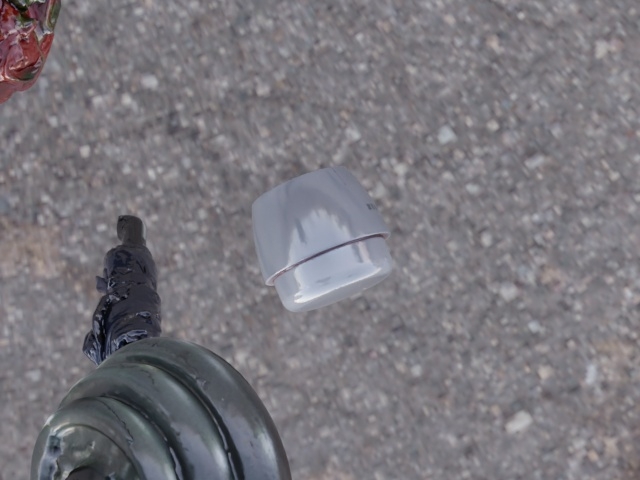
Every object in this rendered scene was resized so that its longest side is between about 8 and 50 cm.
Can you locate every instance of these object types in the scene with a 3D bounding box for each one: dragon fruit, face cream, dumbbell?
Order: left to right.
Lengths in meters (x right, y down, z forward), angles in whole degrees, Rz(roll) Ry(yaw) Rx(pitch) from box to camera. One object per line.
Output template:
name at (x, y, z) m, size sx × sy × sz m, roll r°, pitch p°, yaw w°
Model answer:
dragon fruit at (-0.371, -0.212, 1.381) m, size 0.274 × 0.192 × 0.193 m, roll -2°, pitch 150°, yaw 26°
dumbbell at (-0.178, 0.161, 0.723) m, size 0.406 × 0.179 × 0.179 m, roll -11°, pitch 133°, yaw -47°
face cream at (0.000, 0.000, 1.239) m, size 0.117 × 0.104 × 0.117 m, roll -22°, pitch 170°, yaw -4°

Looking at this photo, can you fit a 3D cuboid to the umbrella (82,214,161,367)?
umbrella at (-0.179, 0.037, 1.330) m, size 0.071 × 0.248 × 0.071 m, roll -1°, pitch 122°, yaw -2°
